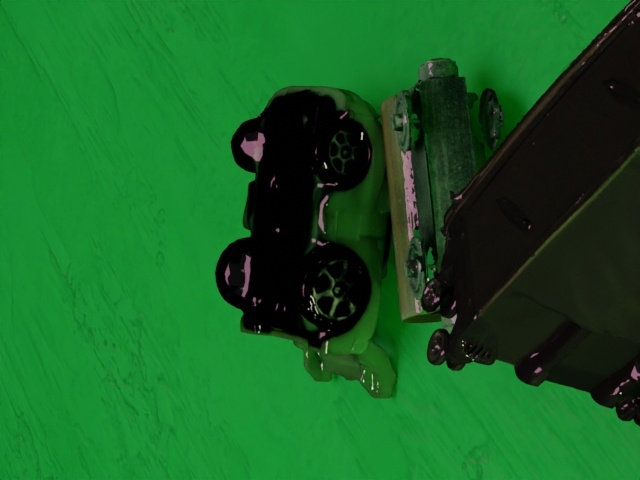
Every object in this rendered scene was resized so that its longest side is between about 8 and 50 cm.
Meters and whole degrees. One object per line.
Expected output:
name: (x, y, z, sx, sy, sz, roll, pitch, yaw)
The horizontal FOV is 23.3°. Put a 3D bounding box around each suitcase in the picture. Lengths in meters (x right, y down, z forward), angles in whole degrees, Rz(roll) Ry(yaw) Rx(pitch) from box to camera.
suitcase: (0.299, -0.029, 1.307, 0.434, 0.283, 0.194, -51, 31, 43)

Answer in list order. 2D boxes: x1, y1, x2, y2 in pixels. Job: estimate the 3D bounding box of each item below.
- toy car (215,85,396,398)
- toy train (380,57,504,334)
toy car: (0.000, 0.000, 1.845, 0.213, 0.176, 0.358, 6, 90, 55)
toy train: (0.141, -0.041, 1.703, 0.189, 0.126, 0.307, 98, 166, -79)
